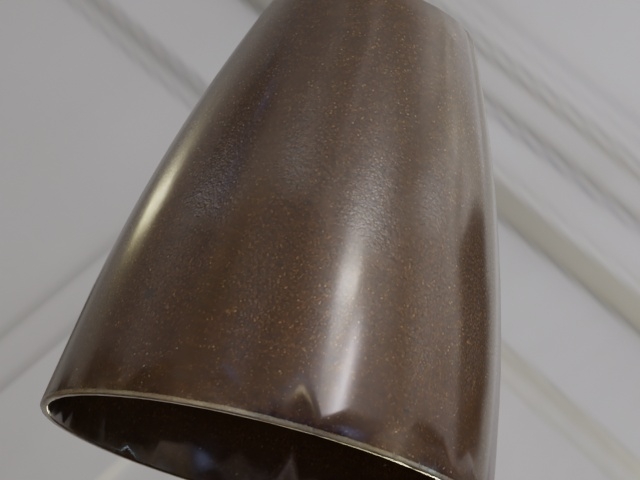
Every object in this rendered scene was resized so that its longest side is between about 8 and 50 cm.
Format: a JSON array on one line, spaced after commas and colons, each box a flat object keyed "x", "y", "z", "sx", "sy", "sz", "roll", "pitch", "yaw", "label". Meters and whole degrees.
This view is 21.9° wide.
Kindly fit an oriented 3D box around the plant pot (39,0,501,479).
[{"x": 0.000, "y": 0.000, "z": 0.804, "sx": 0.215, "sy": 0.230, "sz": 0.215, "roll": 13, "pitch": -18, "yaw": 4, "label": "plant pot"}]
